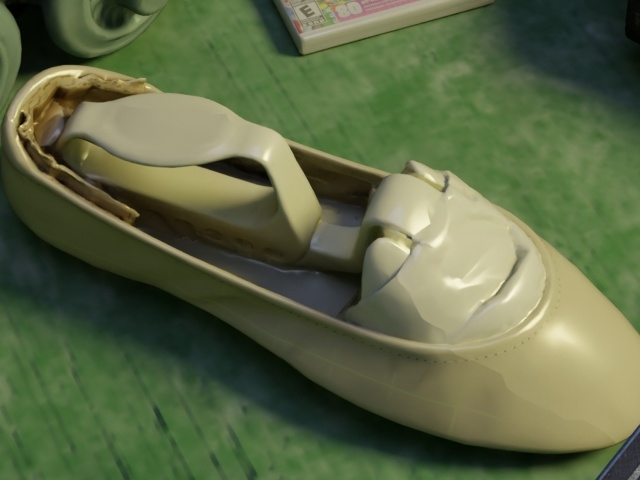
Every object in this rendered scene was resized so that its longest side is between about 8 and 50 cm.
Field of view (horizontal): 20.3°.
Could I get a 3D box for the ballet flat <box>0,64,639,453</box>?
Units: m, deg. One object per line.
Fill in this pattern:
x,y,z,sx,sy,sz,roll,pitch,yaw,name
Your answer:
0.000,0.000,0.606,0.248,0.086,0.086,20,55,12,ballet flat

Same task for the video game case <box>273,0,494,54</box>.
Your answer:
0.010,-0.134,0.748,0.087,0.011,0.122,-17,56,-14,video game case

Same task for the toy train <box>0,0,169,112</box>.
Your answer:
-0.171,-0.115,0.616,0.142,0.190,0.334,36,60,23,toy train

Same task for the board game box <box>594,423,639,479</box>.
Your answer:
0.116,0.132,0.441,0.165,0.042,0.243,38,90,12,board game box

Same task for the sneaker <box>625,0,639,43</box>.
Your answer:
0.192,-0.092,0.680,0.130,0.109,0.286,-28,50,-14,sneaker
